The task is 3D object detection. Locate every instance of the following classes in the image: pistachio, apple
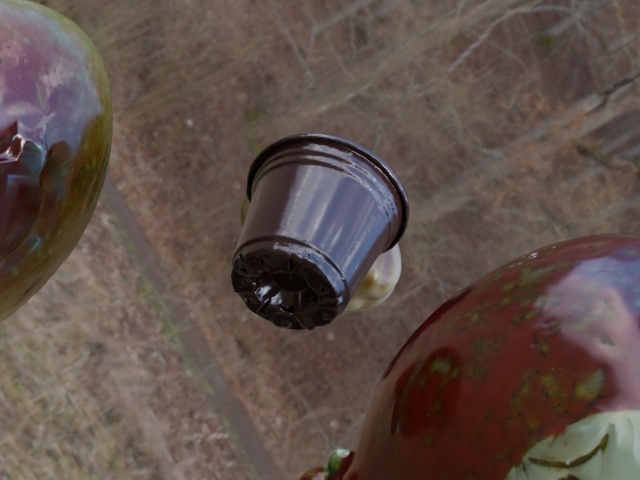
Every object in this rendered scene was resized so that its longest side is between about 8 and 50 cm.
[{"bbox_3d":[0.000,0.000,1.085,0.215,0.144,0.144,43,-16,44],"label":"pistachio"},{"bbox_3d":[-0.204,-0.037,0.542,0.207,0.174,0.188,152,-48,-80],"label":"apple"}]

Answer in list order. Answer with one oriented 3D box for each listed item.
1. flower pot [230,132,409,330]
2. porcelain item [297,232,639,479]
[{"bbox_3d":[-0.007,0.003,0.635,0.089,0.111,0.111,-69,145,-41],"label":"flower pot"},{"bbox_3d":[0.100,0.124,0.438,0.253,0.253,0.253,58,-7,11],"label":"porcelain item"}]
